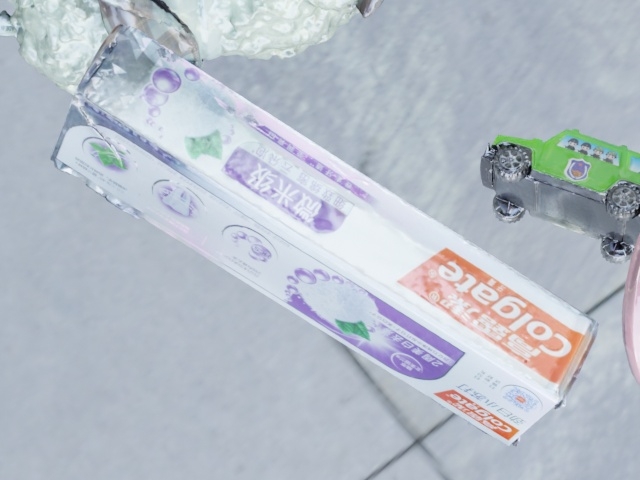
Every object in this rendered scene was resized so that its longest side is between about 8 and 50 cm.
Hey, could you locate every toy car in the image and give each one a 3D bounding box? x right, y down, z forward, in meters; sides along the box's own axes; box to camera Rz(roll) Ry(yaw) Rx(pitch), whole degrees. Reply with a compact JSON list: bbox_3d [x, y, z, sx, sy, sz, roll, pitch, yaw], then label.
[{"bbox_3d":[0.195,-0.035,1.386,0.165,0.062,0.071,20,152,16],"label":"toy car"}]

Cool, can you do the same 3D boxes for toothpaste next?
[{"bbox_3d":[0.000,0.000,0.674,0.196,0.040,0.047,32,149,-2],"label":"toothpaste"}]

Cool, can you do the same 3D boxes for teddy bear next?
[{"bbox_3d":[-0.070,-0.108,0.833,0.213,0.133,0.111,14,88,-5],"label":"teddy bear"}]

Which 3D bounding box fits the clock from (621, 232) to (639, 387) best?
[{"bbox_3d":[0.278,0.003,1.223,0.056,0.244,0.244,35,120,44],"label":"clock"}]
